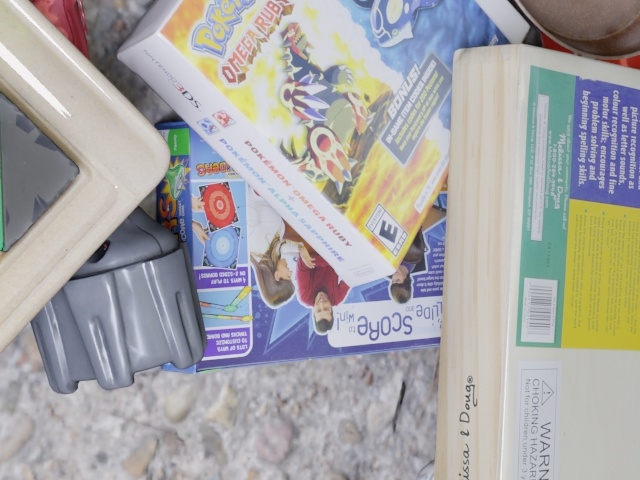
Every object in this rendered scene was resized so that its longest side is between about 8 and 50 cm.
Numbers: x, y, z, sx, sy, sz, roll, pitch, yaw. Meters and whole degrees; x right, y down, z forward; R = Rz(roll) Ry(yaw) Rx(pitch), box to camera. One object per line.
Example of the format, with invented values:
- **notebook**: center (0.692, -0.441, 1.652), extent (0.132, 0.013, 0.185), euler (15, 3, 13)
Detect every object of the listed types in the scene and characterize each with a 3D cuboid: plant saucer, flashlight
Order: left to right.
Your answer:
- **flashlight**: center (-0.123, -0.081, 0.835), extent (0.103, 0.103, 0.304), euler (-15, 97, -3)
- **plant saucer**: center (0.163, -0.192, 1.062), extent (0.168, 0.029, 0.168), euler (4, 83, -31)

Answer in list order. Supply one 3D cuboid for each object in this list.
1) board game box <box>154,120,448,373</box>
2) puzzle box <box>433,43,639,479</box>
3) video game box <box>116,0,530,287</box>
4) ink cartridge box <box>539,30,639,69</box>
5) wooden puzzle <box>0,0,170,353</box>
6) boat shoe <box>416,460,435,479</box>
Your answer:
- **board game box**: center (0.000, 0.000, 0.984), extent (0.201, 0.035, 0.136), euler (-2, 91, -38)
- **puzzle box**: center (0.173, 0.101, 1.025), extent (0.272, 0.052, 0.408), euler (5, 87, -45)
- **video game box**: center (0.011, -0.111, 0.953), extent (0.187, 0.048, 0.205), euler (43, 55, -19)
- **ink cartridge box**: center (0.265, -0.176, 1.162), extent (0.385, 0.091, 0.308), euler (-21, 103, -38)
- **wooden puzzle**: center (-0.214, -0.026, 0.743), extent (0.221, 0.044, 0.238), euler (45, 80, -17)
- **boat shoe**: center (0.143, 0.158, 1.080), extent (0.184, 0.063, 0.066), euler (11, 83, -38)
